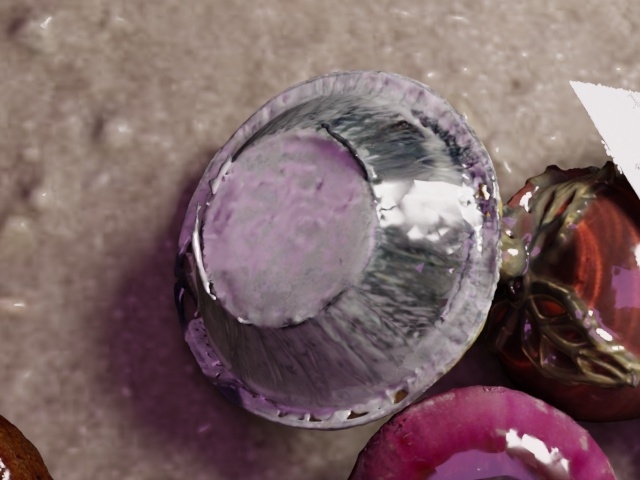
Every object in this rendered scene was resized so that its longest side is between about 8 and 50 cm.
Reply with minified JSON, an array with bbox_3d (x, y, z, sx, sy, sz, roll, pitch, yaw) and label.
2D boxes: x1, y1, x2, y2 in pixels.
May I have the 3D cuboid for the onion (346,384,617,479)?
[{"bbox_3d":[0.097,0.175,0.890,0.177,0.153,0.177,7,62,-13],"label":"onion"}]

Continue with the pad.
[{"bbox_3d":[0.262,-0.034,0.967,0.232,0.004,0.156,3,52,-44],"label":"pad"}]

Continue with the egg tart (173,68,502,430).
[{"bbox_3d":[0.000,0.000,0.917,0.234,0.094,0.234,-9,72,29],"label":"egg tart"}]

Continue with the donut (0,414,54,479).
[{"bbox_3d":[-0.259,0.148,0.889,0.217,0.085,0.141,5,72,-3],"label":"donut"}]

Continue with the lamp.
[{"bbox_3d":[0.199,0.058,0.939,0.223,0.151,0.215,7,75,-6],"label":"lamp"}]
